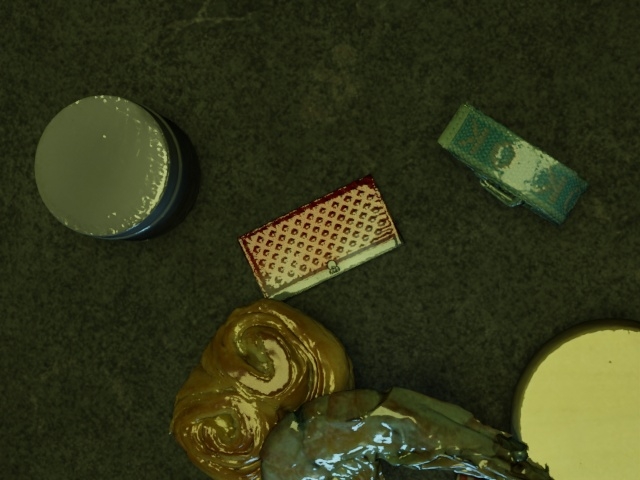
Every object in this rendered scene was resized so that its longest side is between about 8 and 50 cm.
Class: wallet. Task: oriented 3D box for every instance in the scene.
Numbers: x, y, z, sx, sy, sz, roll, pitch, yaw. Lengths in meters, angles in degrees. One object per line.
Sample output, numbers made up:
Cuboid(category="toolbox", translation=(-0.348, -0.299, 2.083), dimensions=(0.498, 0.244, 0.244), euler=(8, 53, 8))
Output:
Cuboid(category="wallet", translation=(0.000, 0.000, 1.588), dimensions=(0.196, 0.020, 0.103), euler=(-25, 85, 6))

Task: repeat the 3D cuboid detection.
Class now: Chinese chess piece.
Cuboid(category="Chinese chess piece", translation=(0.357, 0.219, 1.494), dimensions=(0.250, 0.097, 0.251), euler=(0, 87, 8))

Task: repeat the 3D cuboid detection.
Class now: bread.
Cuboid(category="bread", translation=(-0.068, 0.198, 1.539), dimensions=(0.198, 0.120, 0.236), euler=(33, 93, 9))

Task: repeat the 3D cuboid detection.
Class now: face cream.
Cuboid(category="face cream", translation=(-0.253, -0.087, 1.560), dimensions=(0.177, 0.153, 0.177), euler=(-1, 86, 9))

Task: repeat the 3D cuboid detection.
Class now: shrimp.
Cuboid(category="shrimp", translation=(0.105, 0.289, 1.453), dimensions=(0.360, 0.085, 0.247), euler=(5, 110, 4))

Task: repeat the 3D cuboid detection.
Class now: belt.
Cuboid(category="belt", translation=(0.240, -0.085, 1.502), dimensions=(0.163, 0.147, 0.082), euler=(39, 96, 36))

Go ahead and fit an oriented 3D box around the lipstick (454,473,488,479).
Cuboid(category="lipstick", translation=(0.229, 0.325, 1.535), dimensions=(0.130, 0.038, 0.038), euler=(15, 90, 8))
